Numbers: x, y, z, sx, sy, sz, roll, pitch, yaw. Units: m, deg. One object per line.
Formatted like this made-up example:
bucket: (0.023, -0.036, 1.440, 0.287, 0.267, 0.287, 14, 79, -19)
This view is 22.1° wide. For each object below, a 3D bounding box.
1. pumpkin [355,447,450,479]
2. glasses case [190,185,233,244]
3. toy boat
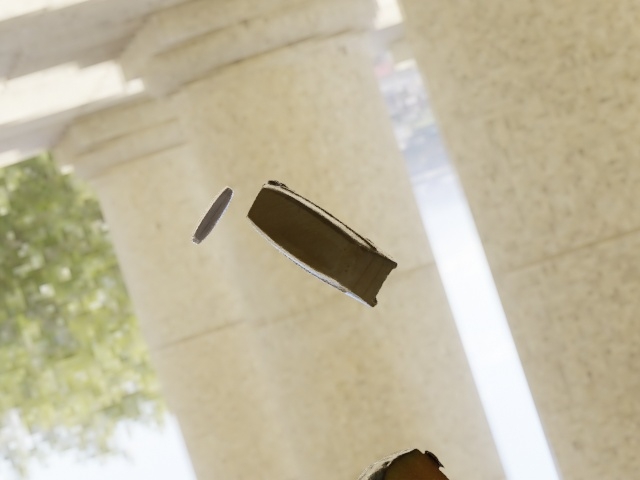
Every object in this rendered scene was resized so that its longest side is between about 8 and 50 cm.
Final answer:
pumpkin: (0.128, 0.330, 1.702, 0.139, 0.190, 0.280, -41, -154, -28)
glasses case: (-0.135, -0.031, 2.051, 0.083, 0.021, 0.032, -56, -169, 1)
toy boat: (0.000, 0.000, 1.528, 0.200, 0.057, 0.077, 34, -173, 41)
